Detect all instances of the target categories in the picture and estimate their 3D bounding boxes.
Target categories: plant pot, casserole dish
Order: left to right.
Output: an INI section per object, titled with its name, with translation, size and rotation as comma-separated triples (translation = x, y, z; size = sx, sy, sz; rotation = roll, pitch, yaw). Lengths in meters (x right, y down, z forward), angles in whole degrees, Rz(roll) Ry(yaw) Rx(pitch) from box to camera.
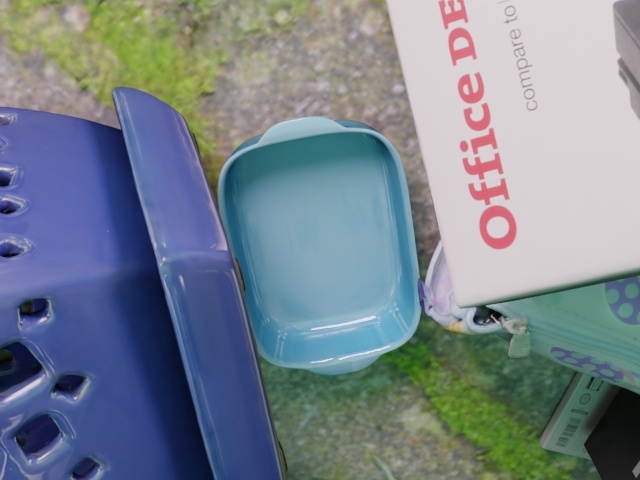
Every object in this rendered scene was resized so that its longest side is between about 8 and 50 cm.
[plant pot]
translation = -0.147, 0.056, 0.791
size = 0.212, 0.236, 0.236
rotation = -15, 123, -6
[casserole dish]
translation = 0.000, 0.000, 0.882
size = 0.114, 0.037, 0.188
rotation = -11, 123, 0

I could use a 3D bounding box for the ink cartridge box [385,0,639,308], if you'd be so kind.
[ink cartridge box]
translation = 0.197, -0.107, 0.673
size = 0.308, 0.129, 0.223
rotation = -14, 86, 26

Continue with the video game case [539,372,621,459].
[video game case]
translation = 0.226, 0.124, 1.000
size = 0.122, 0.011, 0.087
rotation = 15, 118, -15

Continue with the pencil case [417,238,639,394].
[pencil case]
translation = 0.201, 0.044, 0.871
size = 0.273, 0.124, 0.113
rotation = 20, 113, -14

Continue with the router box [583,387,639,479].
[router box]
translation = 0.332, 0.222, 0.887
size = 0.243, 0.309, 0.081
rotation = 16, 118, -22
